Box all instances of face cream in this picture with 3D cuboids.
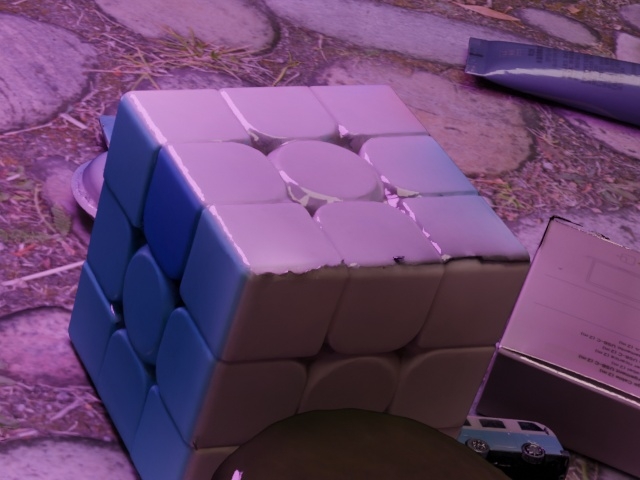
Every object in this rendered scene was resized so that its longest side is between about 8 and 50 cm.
[{"bbox_3d":[0.392,-0.216,2.431,0.385,0.086,0.135,13,28,2],"label":"face cream"}]

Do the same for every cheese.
[{"bbox_3d":[-0.203,-0.068,1.921,0.135,0.052,0.245,16,30,-8],"label":"cheese"}]

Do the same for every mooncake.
[{"bbox_3d":[0.043,0.299,1.352,0.351,0.187,0.351,14,35,-10],"label":"mooncake"}]

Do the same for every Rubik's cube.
[{"bbox_3d":[-0.031,0.051,1.593,0.291,0.292,0.290,-3,38,-29],"label":"Rubik's cube"}]

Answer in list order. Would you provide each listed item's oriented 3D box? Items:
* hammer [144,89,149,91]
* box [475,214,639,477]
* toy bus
[{"bbox_3d":[-0.179,-0.149,2.094,0.029,0.014,0.123,0,33,-41],"label":"hammer"},{"bbox_3d":[0.297,0.108,1.825,0.203,0.106,0.252,22,38,7],"label":"box"},{"bbox_3d":[0.171,0.206,1.678,0.123,0.060,0.075,6,30,-15],"label":"toy bus"}]
